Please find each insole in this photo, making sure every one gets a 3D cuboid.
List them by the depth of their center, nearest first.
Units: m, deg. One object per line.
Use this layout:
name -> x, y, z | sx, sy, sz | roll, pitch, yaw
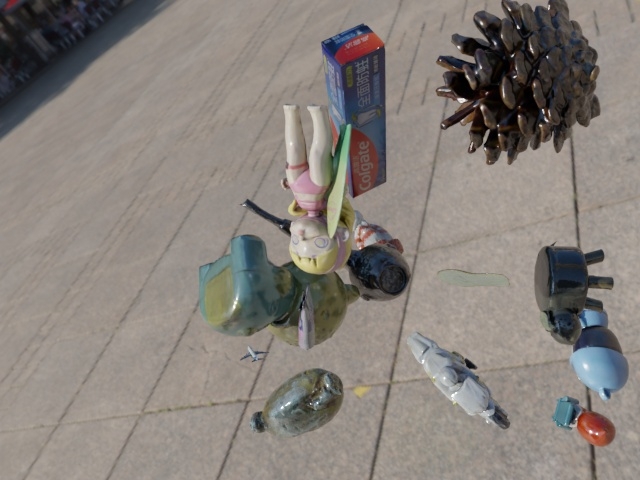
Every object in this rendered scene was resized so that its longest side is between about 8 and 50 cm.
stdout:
insole -> 0.369, 0.093, 1.473 | 0.188, 0.064, 0.004 | 0, 47, 41

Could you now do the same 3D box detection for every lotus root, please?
lotus root -> -0.065, 0.503, 1.854 | 0.349, 0.175, 0.175 | -32, 30, 26

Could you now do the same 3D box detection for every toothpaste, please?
toothpaste -> -0.022, 0.132, 0.971 | 0.028, 0.170, 0.045 | 12, 53, 8
toothpaste -> 0.061, -0.196, 0.989 | 0.076, 0.320, 0.066 | -27, 59, -9

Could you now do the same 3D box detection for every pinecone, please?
pinecone -> 0.256, -0.208, 0.806 | 0.201, 0.228, 0.203 | -38, 55, 39

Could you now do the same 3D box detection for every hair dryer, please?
hair dryer -> 0.000, 0.000, 1.194 | 0.120, 0.359, 0.303 | -61, 15, 2

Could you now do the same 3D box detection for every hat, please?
hat -> 0.119, -0.008, 1.485 | 0.112, 0.093, 0.162 | -45, 56, 24

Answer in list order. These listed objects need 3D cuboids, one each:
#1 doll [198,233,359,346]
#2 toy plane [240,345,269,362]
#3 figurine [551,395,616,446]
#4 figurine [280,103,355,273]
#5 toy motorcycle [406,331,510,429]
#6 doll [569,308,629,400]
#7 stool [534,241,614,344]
doll -> -0.070, 0.103, 1.084 | 0.177, 0.260, 0.162 | -38, 51, 39
toy plane -> -0.170, 0.289, 1.540 | 0.077, 0.024, 0.084 | -11, 11, -21
figurine -> 0.531, 0.363, 1.217 | 0.068, 0.075, 0.140 | -69, 19, -2
figurine -> 0.001, -0.044, 0.590 | 0.083, 0.188, 0.083 | -7, 27, 4
toy motorcycle -> 0.239, 0.246, 1.083 | 0.074, 0.151, 0.229 | -50, 47, 6
doll -> 0.800, 0.320, 1.764 | 0.141, 0.177, 0.314 | -44, 26, 40
stool -> 0.554, 0.114, 1.346 | 0.139, 0.228, 0.153 | 2, -3, 6
